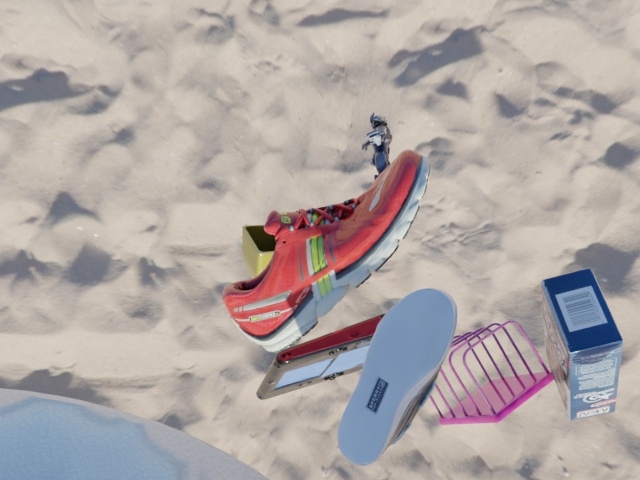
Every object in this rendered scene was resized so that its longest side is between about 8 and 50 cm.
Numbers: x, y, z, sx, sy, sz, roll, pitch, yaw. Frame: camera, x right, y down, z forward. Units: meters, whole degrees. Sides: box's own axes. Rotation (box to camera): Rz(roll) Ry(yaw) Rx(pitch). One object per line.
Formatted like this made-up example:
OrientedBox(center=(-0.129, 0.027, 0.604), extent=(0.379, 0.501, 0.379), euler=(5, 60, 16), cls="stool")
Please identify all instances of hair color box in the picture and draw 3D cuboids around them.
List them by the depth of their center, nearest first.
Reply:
OrientedBox(center=(0.541, 0.228, 1.421), extent=(0.105, 0.347, 0.174), euler=(-15, 51, 10), cls="hair color box")

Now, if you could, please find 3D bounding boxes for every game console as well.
OrientedBox(center=(0.020, 0.307, 1.735), extent=(0.342, 0.386, 0.060), euler=(-18, 69, -21), cls="game console")

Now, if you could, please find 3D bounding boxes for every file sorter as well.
OrientedBox(center=(0.396, 0.330, 1.713), extent=(0.202, 0.290, 0.182), euler=(-28, 84, -22), cls="file sorter")

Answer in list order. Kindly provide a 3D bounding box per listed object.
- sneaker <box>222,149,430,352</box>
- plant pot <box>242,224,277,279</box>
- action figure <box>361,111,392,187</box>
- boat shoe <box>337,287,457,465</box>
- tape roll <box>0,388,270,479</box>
OrientedBox(center=(0.000, 0.000, 0.722), extent=(0.118, 0.107, 0.279), euler=(42, 102, -8), cls="sneaker")
OrientedBox(center=(-0.074, 0.031, 1.030), extent=(0.081, 0.081, 0.083), euler=(-3, 122, -25), cls="plant pot")
OrientedBox(center=(0.170, -0.230, 1.904), extent=(0.099, 0.185, 0.285), euler=(-14, 74, 19), cls="action figure")
OrientedBox(center=(0.128, 0.203, 1.028), extent=(0.108, 0.102, 0.301), euler=(30, 107, 29), cls="boat shoe")
OrientedBox(center=(-0.176, 0.251, 0.458), extent=(0.392, 0.072, 0.392), euler=(3, 128, 4), cls="tape roll")
